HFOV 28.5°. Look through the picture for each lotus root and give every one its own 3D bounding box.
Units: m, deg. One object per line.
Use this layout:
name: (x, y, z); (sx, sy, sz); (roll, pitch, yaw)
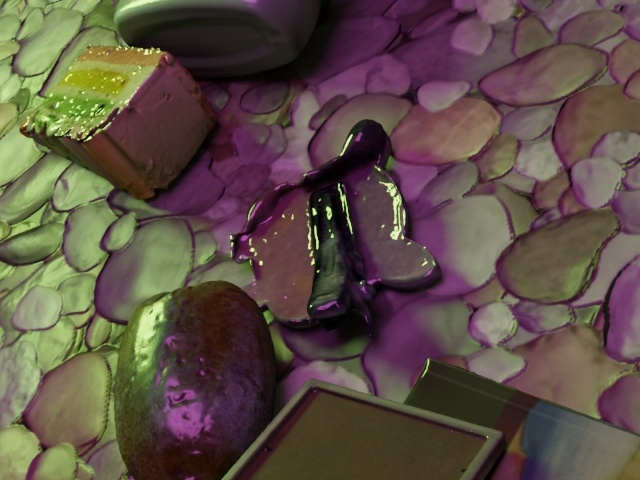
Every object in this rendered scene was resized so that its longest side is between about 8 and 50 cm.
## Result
lotus root: (-0.086, 0.113, 0.860); (0.113, 0.088, 0.192); (-12, 51, 13)

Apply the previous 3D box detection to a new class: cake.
cake: (-0.181, -0.109, 1.116); (0.109, 0.090, 0.225); (-52, 30, -11)

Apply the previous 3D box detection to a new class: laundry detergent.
laundry detergent: (-0.050, -0.281, 1.127); (0.215, 0.105, 0.280); (2, 55, 39)

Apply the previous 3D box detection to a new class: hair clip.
hair clip: (0.004, 0.006, 0.923); (0.146, 0.056, 0.187); (-26, 38, 11)

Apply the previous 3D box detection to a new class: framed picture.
framed picture: (-0.002, 0.166, 0.741); (0.150, 0.015, 0.203); (10, 41, 34)

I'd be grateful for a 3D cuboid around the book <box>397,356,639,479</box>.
book: (0.130, 0.191, 0.718); (0.289, 0.026, 0.201); (16, 63, 38)
